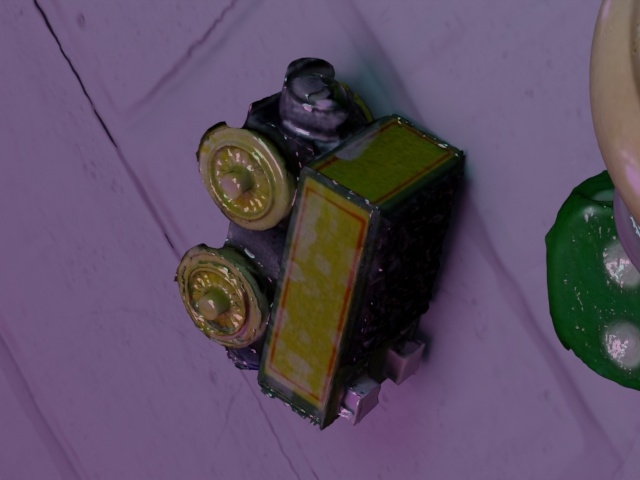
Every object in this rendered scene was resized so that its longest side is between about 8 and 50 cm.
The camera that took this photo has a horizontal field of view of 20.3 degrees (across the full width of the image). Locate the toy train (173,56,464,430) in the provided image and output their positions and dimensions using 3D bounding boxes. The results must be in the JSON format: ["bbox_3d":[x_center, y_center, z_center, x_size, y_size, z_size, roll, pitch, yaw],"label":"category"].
[{"bbox_3d":[0.000,0.000,1.322,0.177,0.134,0.261,30,130,23],"label":"toy train"}]

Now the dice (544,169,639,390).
[{"bbox_3d":[0.221,0.017,1.088,0.131,0.128,0.120,11,115,46],"label":"dice"}]

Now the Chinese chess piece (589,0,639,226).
[{"bbox_3d":[0.262,-0.083,0.907,0.251,0.251,0.097,54,172,13],"label":"Chinese chess piece"}]

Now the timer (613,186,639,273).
[{"bbox_3d":[0.276,-0.008,0.974,0.208,0.191,0.069,53,170,12],"label":"timer"}]
